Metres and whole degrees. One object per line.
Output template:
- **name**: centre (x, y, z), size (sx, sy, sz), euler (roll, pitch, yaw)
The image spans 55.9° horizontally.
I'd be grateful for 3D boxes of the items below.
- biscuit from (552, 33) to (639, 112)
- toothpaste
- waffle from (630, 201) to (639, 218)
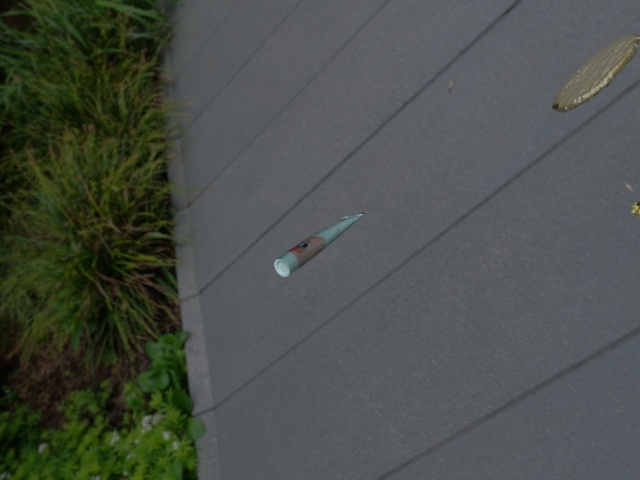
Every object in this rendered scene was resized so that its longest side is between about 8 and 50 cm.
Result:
- **biscuit**: centre (0.322, -0.196, 0.710), size (0.120, 0.015, 0.120), euler (-48, 8, 8)
- **toothpaste**: centre (0.000, 0.000, 1.044), size (0.056, 0.036, 0.205), euler (-9, 20, 45)
- **waffle**: centre (0.510, -0.036, 0.910), size (0.078, 0.085, 0.016), euler (47, 135, 19)
